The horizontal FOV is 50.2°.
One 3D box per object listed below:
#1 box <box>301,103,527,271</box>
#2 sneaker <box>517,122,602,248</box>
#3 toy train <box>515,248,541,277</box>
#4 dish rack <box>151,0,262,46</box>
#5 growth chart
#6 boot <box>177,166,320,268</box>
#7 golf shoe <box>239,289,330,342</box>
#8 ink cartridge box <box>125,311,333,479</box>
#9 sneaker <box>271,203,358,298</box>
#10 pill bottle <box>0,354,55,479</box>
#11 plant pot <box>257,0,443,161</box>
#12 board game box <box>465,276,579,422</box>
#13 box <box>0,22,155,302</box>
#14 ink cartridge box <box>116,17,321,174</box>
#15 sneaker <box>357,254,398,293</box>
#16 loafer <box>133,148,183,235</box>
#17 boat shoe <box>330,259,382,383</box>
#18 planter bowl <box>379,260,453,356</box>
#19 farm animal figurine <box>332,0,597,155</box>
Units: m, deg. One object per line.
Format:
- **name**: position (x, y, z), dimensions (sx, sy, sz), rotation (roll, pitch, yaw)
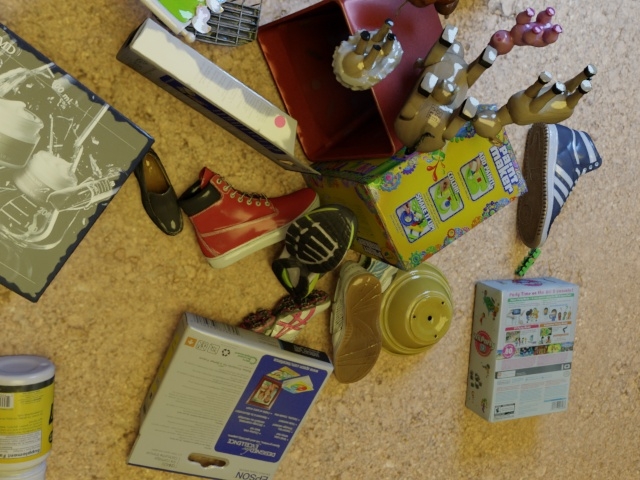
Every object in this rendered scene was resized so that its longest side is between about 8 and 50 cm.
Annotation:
- **box**: position (0.163, -0.112, 1.266), dimensions (0.279, 0.290, 0.177), rotation (-32, 110, -14)
- **sneaker**: position (0.536, -0.119, 1.530), dimensions (0.153, 0.099, 0.283), rotation (3, 95, -22)
- **toy train**: position (0.481, 0.051, 1.581), dimensions (0.023, 0.017, 0.083), rotation (43, 81, -34)
- **dish rack**: position (-0.184, -0.478, 1.176), dimensions (0.208, 0.074, 0.272), rotation (7, 98, -23)
- **growth chart**: position (-0.212, -0.433, 1.072), dimensions (0.172, 0.021, 0.237), rotation (34, 60, -22)
- **boot**: position (-0.128, -0.078, 1.249), dimensions (0.244, 0.088, 0.176), rotation (-28, 116, -13)
- **golf shoe**: position (-0.062, 0.159, 1.343), dimensions (0.186, 0.067, 0.086), rotation (-24, 118, -8)
- **ink cartridge box**: position (-0.175, 0.314, 1.305), dimensions (0.303, 0.072, 0.307), rotation (20, 109, -25)
- **sneaker**: position (0.000, 0.000, 1.240), dimensions (0.111, 0.300, 0.121), rotation (44, 61, 0)
- **pill bottle**: position (-0.510, 0.308, 1.144), dimensions (0.119, 0.119, 0.209), rotation (2, 99, -24)
- **plant pot**: position (0.086, -0.315, 1.231), dimensions (0.235, 0.267, 0.267), rotation (-33, 111, -29)
- **board game box**: position (0.461, 0.244, 1.564), dimensions (0.223, 0.097, 0.304), rotation (-1, 101, -24)
- **box**: position (-0.493, -0.136, 1.042), dimensions (0.343, 0.179, 0.313), rotation (37, 82, -24)
- **ink cartridge box**: position (-0.163, -0.234, 1.167), dimensions (0.370, 0.175, 0.069), rotation (34, 84, -24)
- **sneaker**: position (0.138, 0.014, 1.392), dimensions (0.081, 0.080, 0.211), rotation (36, 84, -26)
- **loafer**: position (-0.285, -0.083, 1.203), dimensions (0.062, 0.061, 0.170), rotation (-29, 110, -17)
- **boat shoe**: position (0.066, 0.164, 1.382), dimensions (0.098, 0.096, 0.277), rotation (-6, 123, -21)
- **planter bowl**: position (0.210, 0.155, 1.443), dimensions (0.217, 0.090, 0.217), rotation (-4, 101, -22)
- **farm animal figurine**: position (0.217, -0.246, 1.058), dimensions (0.330, 0.172, 0.327), rotation (43, 65, 1)
